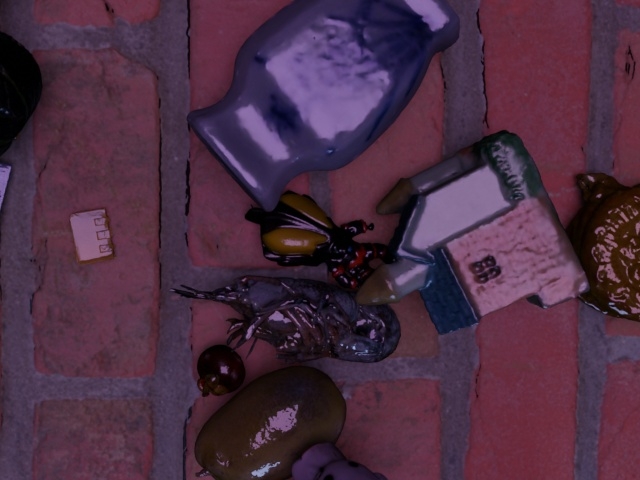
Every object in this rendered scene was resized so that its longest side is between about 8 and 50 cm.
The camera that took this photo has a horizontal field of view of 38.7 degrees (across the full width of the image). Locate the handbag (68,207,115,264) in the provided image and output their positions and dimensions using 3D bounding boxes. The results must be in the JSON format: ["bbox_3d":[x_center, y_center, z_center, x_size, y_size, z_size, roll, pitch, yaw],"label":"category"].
[{"bbox_3d":[-0.355,-0.007,1.420,0.061,0.027,0.083,-9,94,-6],"label":"handbag"}]

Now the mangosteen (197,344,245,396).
[{"bbox_3d":[-0.159,0.203,1.431,0.081,0.081,0.081,0,94,-7],"label":"mangosteen"}]

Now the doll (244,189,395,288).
[{"bbox_3d":[0.001,-0.003,1.436,0.249,0.127,0.088,26,123,-4],"label":"doll"}]

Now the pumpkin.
[{"bbox_3d":[-0.494,-0.200,1.296,0.162,0.220,0.220,42,88,-22],"label":"pumpkin"}]

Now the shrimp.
[{"bbox_3d":[-0.039,0.118,1.391,0.372,0.172,0.137,3,73,-22],"label":"shrimp"}]

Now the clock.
[{"bbox_3d":[0.027,0.396,1.321,0.189,0.254,0.189,3,54,-4],"label":"clock"}]

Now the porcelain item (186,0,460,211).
[{"bbox_3d":[0.007,-0.243,1.375,0.405,0.178,0.242,-42,96,-6],"label":"porcelain item"}]

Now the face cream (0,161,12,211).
[{"bbox_3d":[-0.668,-0.095,1.352,0.385,0.086,0.135,14,92,-12],"label":"face cream"}]

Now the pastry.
[{"bbox_3d":[0.522,0.018,1.476,0.240,0.132,0.235,10,93,-8],"label":"pastry"}]

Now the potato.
[{"bbox_3d":[-0.082,0.292,1.399,0.251,0.159,0.174,-31,118,-10],"label":"potato"}]

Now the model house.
[{"bbox_3d":[0.195,0.015,1.410,0.325,0.194,0.267,-26,95,-2],"label":"model house"}]
